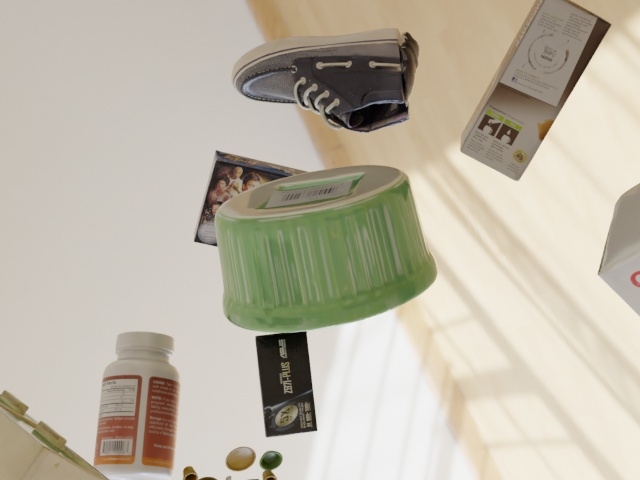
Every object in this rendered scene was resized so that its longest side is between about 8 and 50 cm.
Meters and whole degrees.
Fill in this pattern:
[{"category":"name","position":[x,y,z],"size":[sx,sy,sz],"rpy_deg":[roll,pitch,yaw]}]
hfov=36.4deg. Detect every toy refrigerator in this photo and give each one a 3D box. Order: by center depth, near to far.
[{"category":"toy refrigerator","position":[-0.316,0.210,0.965],"size":[0.269,0.094,0.102],"rpy_deg":[16,159,49]}]

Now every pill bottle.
[{"category":"pill bottle","position":[-0.276,0.254,1.487],"size":[0.121,0.121,0.216],"rpy_deg":[135,140,-64]}]

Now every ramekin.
[{"category":"ramekin","position":[0.000,0.000,1.332],"size":[0.303,0.303,0.148],"rpy_deg":[15,120,60]}]

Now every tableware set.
[{"category":"tableware set","position":[-0.135,0.359,1.475],"size":[0.024,0.154,0.104],"rpy_deg":[-124,41,-57]}]

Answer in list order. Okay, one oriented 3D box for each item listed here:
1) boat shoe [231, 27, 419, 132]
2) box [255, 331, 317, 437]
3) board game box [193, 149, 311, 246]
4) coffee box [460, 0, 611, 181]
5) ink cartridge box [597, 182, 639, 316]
[{"category":"boat shoe","position":[0.003,-0.263,1.686],"size":[0.127,0.340,0.158],"rpy_deg":[58,-152,-54]},{"category":"box","position":[-0.053,0.217,1.472],"size":[0.180,0.077,0.147],"rpy_deg":[107,156,-81]},{"category":"board game box","position":[-0.084,-0.051,1.698],"size":[0.042,0.243,0.165],"rpy_deg":[-102,26,-62]},{"category":"coffee box","position":[0.299,-0.224,1.381],"size":[0.098,0.141,0.247],"rpy_deg":[27,109,-1]},{"category":"ink cartridge box","position":[0.559,0.060,1.134],"size":[0.384,0.160,0.279],"rpy_deg":[43,131,-8]}]
